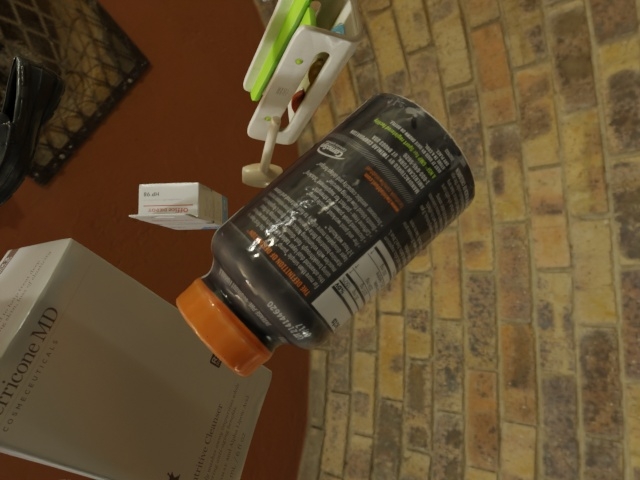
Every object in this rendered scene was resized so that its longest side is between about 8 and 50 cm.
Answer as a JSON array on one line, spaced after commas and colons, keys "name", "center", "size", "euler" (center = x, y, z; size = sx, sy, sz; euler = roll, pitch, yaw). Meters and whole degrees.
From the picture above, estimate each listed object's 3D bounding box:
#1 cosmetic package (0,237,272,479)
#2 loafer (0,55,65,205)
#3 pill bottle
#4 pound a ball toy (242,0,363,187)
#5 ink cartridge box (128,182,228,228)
[{"name": "cosmetic package", "center": [-0.253, 0.191, 0.639], "size": [0.385, 0.156, 0.217], "euler": [47, -132, -43]}, {"name": "loafer", "center": [-0.445, -0.156, 0.715], "size": [0.078, 0.076, 0.223], "euler": [30, -110, -47]}, {"name": "pill bottle", "center": [0.000, 0.000, 0.420], "size": [0.245, 0.130, 0.130], "euler": [-42, -58, -9]}, {"name": "pound a ball toy", "center": [-0.038, -0.251, 0.874], "size": [0.135, 0.319, 0.208], "euler": [4, -117, -25]}, {"name": "ink cartridge box", "center": [-0.234, -0.058, 0.845], "size": [0.180, 0.104, 0.060], "euler": [35, -125, -81]}]
